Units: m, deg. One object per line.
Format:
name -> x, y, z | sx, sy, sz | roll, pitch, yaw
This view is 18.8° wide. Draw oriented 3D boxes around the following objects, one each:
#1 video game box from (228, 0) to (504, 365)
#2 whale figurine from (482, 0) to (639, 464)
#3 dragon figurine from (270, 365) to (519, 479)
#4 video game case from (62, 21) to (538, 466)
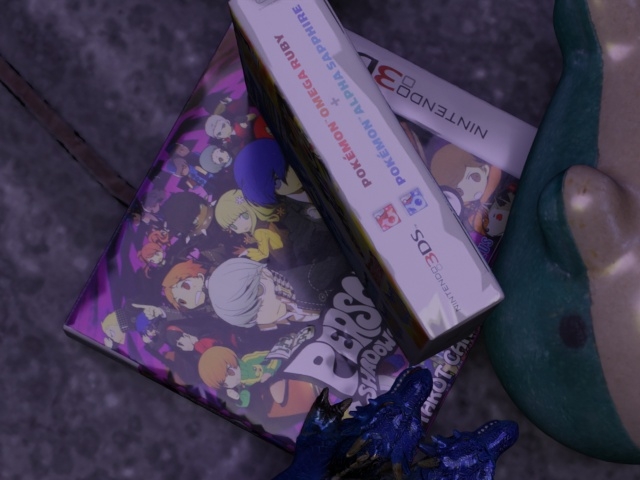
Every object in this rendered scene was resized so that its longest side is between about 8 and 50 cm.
video game box -> 0.021, -0.030, 0.981 | 0.048, 0.205, 0.187 | -33, 83, -4
whale figurine -> 0.152, -0.014, 1.044 | 0.141, 0.216, 0.272 | -11, 85, 29
dragon figurine -> -0.024, 0.159, 0.994 | 0.289, 0.144, 0.085 | -40, 91, 10
video game case -> 0.000, 0.000, 1.100 | 0.210, 0.042, 0.232 | 28, 81, 3
